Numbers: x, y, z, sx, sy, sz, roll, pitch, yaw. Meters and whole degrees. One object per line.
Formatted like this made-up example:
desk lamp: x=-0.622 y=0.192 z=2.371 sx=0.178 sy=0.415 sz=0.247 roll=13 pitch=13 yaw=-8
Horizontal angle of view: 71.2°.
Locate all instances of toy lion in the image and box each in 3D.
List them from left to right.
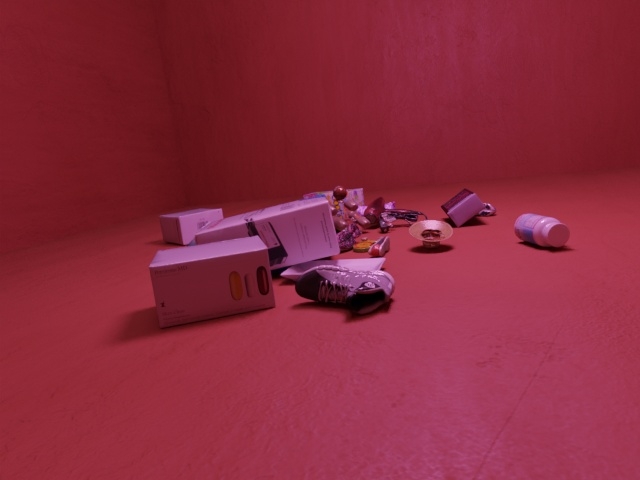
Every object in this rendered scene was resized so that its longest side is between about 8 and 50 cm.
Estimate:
toy lion: x=0.163 y=0.017 z=1.514 sx=0.100 sy=0.034 sz=0.096 roll=-2 pitch=19 yaw=22

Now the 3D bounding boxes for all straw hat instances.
straw hat: x=0.352 y=-0.006 z=1.427 sx=0.144 sy=0.061 sz=0.144 roll=-7 pitch=28 yaw=4

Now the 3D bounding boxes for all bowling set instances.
bowling set: x=0.064 y=-0.139 z=1.776 sx=0.286 sy=0.200 sz=0.154 roll=-9 pitch=30 yaw=-28

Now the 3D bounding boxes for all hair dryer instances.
hair dryer: x=0.294 y=-0.107 z=1.900 sx=0.223 sy=0.080 sz=0.293 roll=-8 pitch=32 yaw=-19

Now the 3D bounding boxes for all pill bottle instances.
pill bottle: x=0.640 y=-0.028 z=1.294 sx=0.087 sy=0.087 sz=0.160 roll=-8 pitch=11 yaw=-5

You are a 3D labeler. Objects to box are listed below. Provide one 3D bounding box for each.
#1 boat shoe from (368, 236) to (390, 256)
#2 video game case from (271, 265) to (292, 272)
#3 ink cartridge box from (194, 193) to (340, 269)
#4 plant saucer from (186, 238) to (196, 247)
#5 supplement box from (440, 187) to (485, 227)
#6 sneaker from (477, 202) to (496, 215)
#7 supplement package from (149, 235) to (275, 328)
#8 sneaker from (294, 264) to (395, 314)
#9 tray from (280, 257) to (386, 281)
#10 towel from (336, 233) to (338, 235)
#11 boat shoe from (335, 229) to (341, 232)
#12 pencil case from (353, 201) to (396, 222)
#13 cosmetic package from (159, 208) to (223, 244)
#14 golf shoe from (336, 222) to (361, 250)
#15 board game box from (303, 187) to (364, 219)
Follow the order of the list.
boat shoe: x=0.192 y=0.020 z=1.435 sx=0.043 sy=0.049 sz=0.137 roll=-4 pitch=16 yaw=25
video game case: x=-0.106 y=0.070 z=1.434 sx=0.119 sy=0.015 sz=0.166 roll=-8 pitch=11 yaw=-10
ink cartridge box: x=-0.156 y=-0.014 z=1.395 sx=0.394 sy=0.166 sz=0.285 roll=-14 pitch=10 yaw=0
plant saucer: x=-0.352 y=0.001 z=1.694 sx=0.317 sy=0.044 sz=0.317 roll=-8 pitch=-3 yaw=0
supplement box: x=0.569 y=-0.136 z=1.801 sx=0.130 sy=0.073 sz=0.239 roll=-38 pitch=4 yaw=15
sneaker: x=0.673 y=-0.131 z=1.926 sx=0.071 sy=0.068 sz=0.169 roll=4 pitch=9 yaw=-43
supplement package: x=-0.258 y=0.089 z=1.085 sx=0.261 sy=0.145 sz=0.204 roll=-10 pitch=11 yaw=-13
sneaker: x=0.044 y=0.108 z=0.964 sx=0.228 sy=0.086 sz=0.132 roll=-3 pitch=14 yaw=12
tray: x=0.039 y=0.083 z=1.235 sx=0.270 sy=0.030 sz=0.145 roll=-3 pitch=12 yaw=18
towel: x=0.000 y=0.000 z=1.730 sx=0.237 sy=0.021 sz=0.102 roll=-9 pitch=6 yaw=-9
boat shoe: x=0.053 y=-0.051 z=1.890 sx=0.049 sy=0.056 sz=0.152 roll=-38 pitch=31 yaw=-18
pencil case: x=0.248 y=-0.129 z=2.058 sx=0.206 sy=0.088 sz=0.086 roll=-3 pitch=9 yaw=23
cosmetic package: x=-0.617 y=-0.071 z=2.155 sx=0.224 sy=0.138 sz=0.224 roll=-16 pitch=16 yaw=-40
golf shoe: x=0.083 y=0.002 z=1.584 sx=0.086 sy=0.067 sz=0.186 roll=-37 pitch=1 yaw=28
board game box: x=0.072 y=-0.182 z=2.296 sx=0.275 sy=0.142 sz=0.144 roll=-1 pitch=12 yaw=29
